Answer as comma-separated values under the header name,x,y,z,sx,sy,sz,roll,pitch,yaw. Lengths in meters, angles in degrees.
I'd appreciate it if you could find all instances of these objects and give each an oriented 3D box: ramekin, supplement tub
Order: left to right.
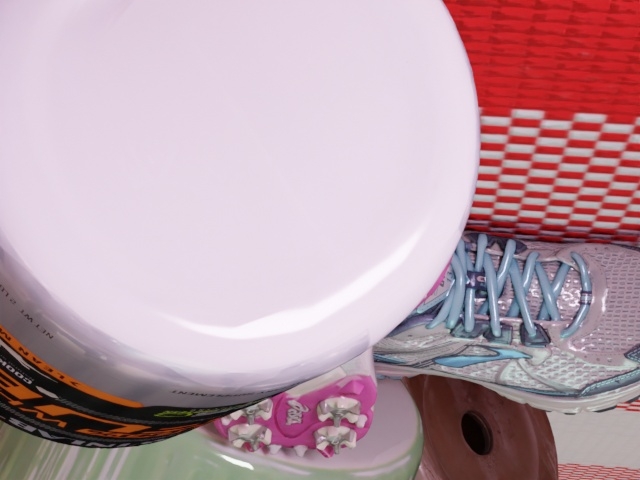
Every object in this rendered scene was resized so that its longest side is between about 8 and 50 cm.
name,x,y,z,sx,sy,sz,roll,pitch,yaw
supplement tub,-0.074,-0.016,0.761,0.193,0.193,0.316,8,166,-15
ramekin,-0.077,0.136,1.237,0.303,0.148,0.303,22,-159,-9

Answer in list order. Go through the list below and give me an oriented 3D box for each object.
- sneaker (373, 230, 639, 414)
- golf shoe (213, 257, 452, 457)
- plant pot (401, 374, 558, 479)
name,x,y,z,sx,sy,sz,roll,pitch,yaw
sneaker,0.099,0.044,1.152,0.283,0.110,0.122,-2,162,25
golf shoe,0.000,0.000,1.009,0.115,0.140,0.306,10,144,-9
plant pot,0.031,0.202,1.503,0.323,0.323,0.280,17,147,-42
